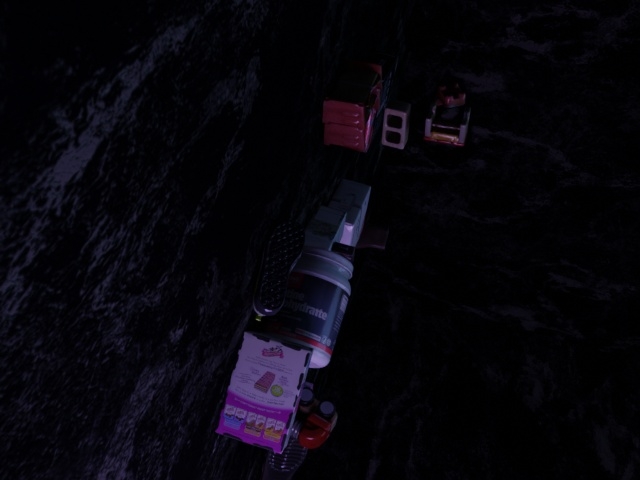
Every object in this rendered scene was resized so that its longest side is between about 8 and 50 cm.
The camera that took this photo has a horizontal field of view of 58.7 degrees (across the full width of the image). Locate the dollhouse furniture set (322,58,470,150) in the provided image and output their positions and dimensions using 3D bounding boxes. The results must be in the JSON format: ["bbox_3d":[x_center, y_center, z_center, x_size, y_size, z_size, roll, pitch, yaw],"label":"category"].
[{"bbox_3d":[0.206,-0.337,1.501,0.152,0.375,0.201,87,21,-50],"label":"dollhouse furniture set"}]

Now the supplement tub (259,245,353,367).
[{"bbox_3d":[-0.033,0.169,1.447,0.191,0.191,0.272,82,24,-68],"label":"supplement tub"}]

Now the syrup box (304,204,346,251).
[{"bbox_3d":[0.000,0.000,1.682,0.236,0.093,0.096,-64,166,-51],"label":"syrup box"}]

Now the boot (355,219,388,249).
[{"bbox_3d":[0.158,0.002,2.286,0.090,0.207,0.248,96,13,-46],"label":"boot"}]

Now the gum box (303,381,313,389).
[{"bbox_3d":[-0.075,0.694,2.483,0.188,0.062,0.107,90,18,-59],"label":"gum box"}]

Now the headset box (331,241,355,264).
[{"bbox_3d":[0.066,0.037,1.639,0.083,0.062,0.032,85,22,-64],"label":"headset box"}]

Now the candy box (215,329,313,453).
[{"bbox_3d":[-0.123,0.335,1.281,0.071,0.159,0.233,40,66,-82],"label":"candy box"}]

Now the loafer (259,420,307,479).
[{"bbox_3d":[-0.154,0.797,2.064,0.365,0.134,0.130,-66,-164,10],"label":"loafer"}]

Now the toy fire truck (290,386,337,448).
[{"bbox_3d":[-0.091,0.579,1.784,0.246,0.217,0.158,-50,158,-35],"label":"toy fire truck"}]

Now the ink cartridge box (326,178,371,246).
[{"bbox_3d":[0.078,-0.055,1.992,0.283,0.117,0.207,-63,166,-53],"label":"ink cartridge box"}]

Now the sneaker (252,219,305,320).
[{"bbox_3d":[-0.107,0.063,1.271,0.097,0.084,0.234,-35,-147,65],"label":"sneaker"}]

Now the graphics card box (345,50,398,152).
[{"bbox_3d":[0.175,-0.483,1.950,0.371,0.094,0.232,-61,164,-52],"label":"graphics card box"}]
